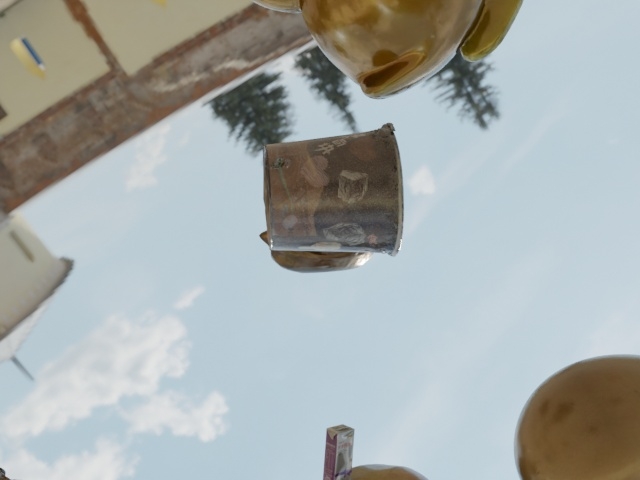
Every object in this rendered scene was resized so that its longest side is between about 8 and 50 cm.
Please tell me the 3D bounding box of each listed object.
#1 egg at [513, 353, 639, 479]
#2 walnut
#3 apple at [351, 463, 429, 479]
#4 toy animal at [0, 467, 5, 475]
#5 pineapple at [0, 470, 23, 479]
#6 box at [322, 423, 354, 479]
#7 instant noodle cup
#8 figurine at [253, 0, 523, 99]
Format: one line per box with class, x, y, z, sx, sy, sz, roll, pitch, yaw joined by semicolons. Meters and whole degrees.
egg;0.508;0.343;1.526;0.374;0.301;0.301;-5;-168;-19
walnut;0.000;0.000;1.729;0.245;0.137;0.137;-2;-168;-18
apple;0.115;0.627;1.812;0.305;0.338;0.338;-14;-161;-5
toy animal;-0.587;0.429;1.386;0.210;0.121;0.117;-69;-175;-45
pineapple;-0.451;0.334;1.152;0.079;0.233;0.135;-60;177;24
box;0.035;0.418;1.746;0.051;0.117;0.036;-5;-168;-43
instant noodle cup;0.015;-0.075;1.439;0.207;0.217;0.217;-4;-161;-5
figurine;0.038;-0.227;0.742;0.215;0.228;0.215;-28;-165;8
